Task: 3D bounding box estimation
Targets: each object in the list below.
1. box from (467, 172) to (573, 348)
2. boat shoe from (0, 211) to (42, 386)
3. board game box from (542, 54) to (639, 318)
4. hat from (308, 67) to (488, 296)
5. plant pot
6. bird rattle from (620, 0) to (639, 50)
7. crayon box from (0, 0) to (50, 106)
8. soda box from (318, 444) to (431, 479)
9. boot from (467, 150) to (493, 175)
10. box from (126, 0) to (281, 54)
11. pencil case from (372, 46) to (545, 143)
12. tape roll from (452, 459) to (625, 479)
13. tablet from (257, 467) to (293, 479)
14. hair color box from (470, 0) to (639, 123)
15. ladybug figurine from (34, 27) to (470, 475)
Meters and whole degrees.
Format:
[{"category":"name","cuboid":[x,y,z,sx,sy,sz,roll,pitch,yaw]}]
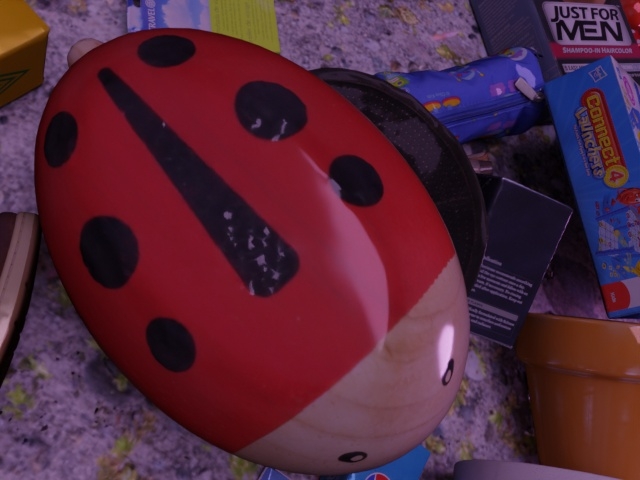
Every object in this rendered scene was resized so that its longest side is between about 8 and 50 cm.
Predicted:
[{"category":"box","cuboid":[0.169,0.011,0.697,0.093,0.156,0.158,21,94,-16]},{"category":"boat shoe","cuboid":[-0.324,0.120,0.488,0.123,0.123,0.341,22,71,-18]},{"category":"board game box","cuboid":[0.429,-0.051,0.839,0.308,0.086,0.301,7,68,-50]},{"category":"hat","cuboid":[0.000,0.000,0.657,0.332,0.134,0.331,0,82,0]},{"category":"plant pot","cuboid":[0.328,0.186,0.730,0.205,0.205,0.187,8,85,-22]},{"category":"bird rattle","cuboid":[0.530,-0.350,1.064,0.254,0.143,0.207,-29,74,-17]},{"category":"crayon box","cuboid":[-0.485,-0.221,0.535,0.363,0.106,0.313,48,60,-3]},{"category":"soda box","cuboid":[0.024,0.281,0.618,0.071,0.067,0.210,39,62,-8]},{"category":"boot","cuboid":[0.177,-0.094,0.825,0.087,0.118,0.042,-2,96,9]},{"category":"box","cuboid":[-0.141,-0.268,0.745,0.178,0.042,0.109,0,72,-25]},{"category":"pencil case","cuboid":[0.155,-0.169,0.798,0.306,0.133,0.119,-17,109,-27]},{"category":"tape roll","cuboid":[0.240,0.324,0.603,0.246,0.246,0.169,21,66,-17]},{"category":"tablet","cuboid":[-0.053,0.272,0.622,0.054,0.006,0.083,38,62,-9]},{"category":"hair color box","cuboid":[0.340,-0.371,0.961,0.185,0.113,0.374,-8,76,-27]},{"category":"ladybug figurine","cuboid":[-0.064,-0.003,0.510,0.305,0.162,0.449,-45,85,-5]}]
